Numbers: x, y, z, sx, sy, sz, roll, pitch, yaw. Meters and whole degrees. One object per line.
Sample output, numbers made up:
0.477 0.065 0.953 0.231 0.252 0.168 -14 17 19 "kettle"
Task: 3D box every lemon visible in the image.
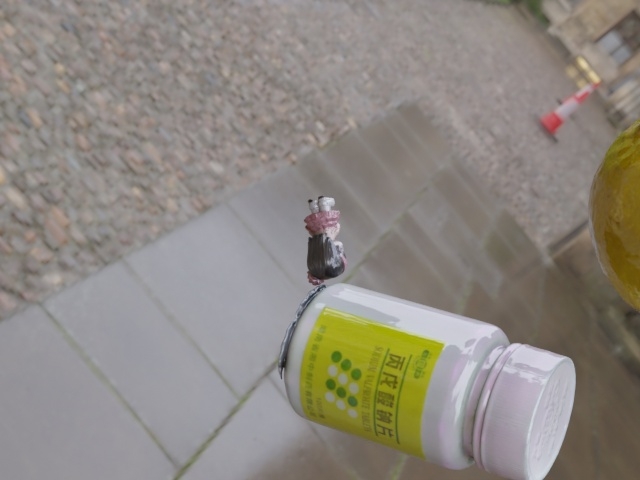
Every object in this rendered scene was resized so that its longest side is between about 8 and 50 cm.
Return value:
0.496 -0.028 1.582 0.297 0.297 0.297 45 18 -18 "lemon"

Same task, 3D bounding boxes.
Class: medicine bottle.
0.151 0.202 1.704 0.379 0.213 0.213 14 -1 27 "medicine bottle"

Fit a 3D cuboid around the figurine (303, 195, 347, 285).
0.000 0.000 1.794 0.054 0.072 0.129 5 73 -55 "figurine"
